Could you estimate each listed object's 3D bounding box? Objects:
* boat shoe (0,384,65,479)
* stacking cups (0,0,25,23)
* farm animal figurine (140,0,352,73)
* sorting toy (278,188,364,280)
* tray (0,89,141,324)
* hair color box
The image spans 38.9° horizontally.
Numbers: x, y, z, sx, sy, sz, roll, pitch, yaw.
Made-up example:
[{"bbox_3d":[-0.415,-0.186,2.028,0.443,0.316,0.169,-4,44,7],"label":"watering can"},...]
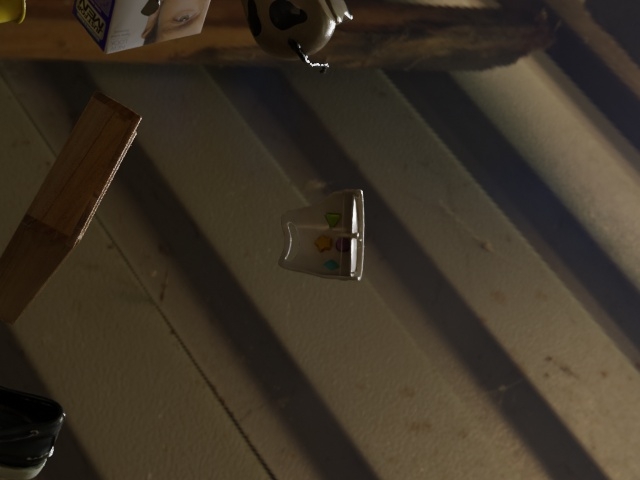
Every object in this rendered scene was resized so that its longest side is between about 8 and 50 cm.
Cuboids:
[{"bbox_3d":[-0.471,0.197,1.114,0.340,0.113,0.127,31,-159,-29],"label":"boat shoe"},{"bbox_3d":[-0.569,-0.312,1.241,0.316,0.096,0.096,-26,-116,-37],"label":"stacking cups"},{"bbox_3d":[-0.090,-0.314,0.941,0.327,0.330,0.172,52,-161,0],"label":"farm animal figurine"},{"bbox_3d":[0.000,0.000,0.806,0.075,0.045,0.083,1,-109,7],"label":"sorting toy"},{"bbox_3d":[-0.374,-0.027,1.260,0.076,0.411,0.203,30,-119,-17],"label":"tray"},{"bbox_3d":[-0.229,-0.442,1.301,0.185,0.339,0.110,-24,-114,-38],"label":"hair color box"}]
